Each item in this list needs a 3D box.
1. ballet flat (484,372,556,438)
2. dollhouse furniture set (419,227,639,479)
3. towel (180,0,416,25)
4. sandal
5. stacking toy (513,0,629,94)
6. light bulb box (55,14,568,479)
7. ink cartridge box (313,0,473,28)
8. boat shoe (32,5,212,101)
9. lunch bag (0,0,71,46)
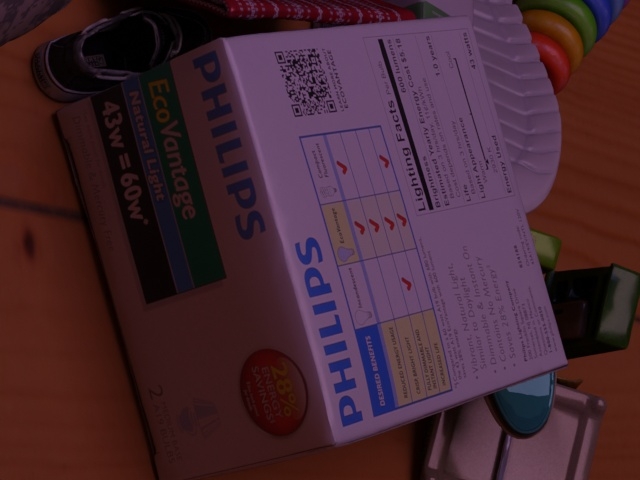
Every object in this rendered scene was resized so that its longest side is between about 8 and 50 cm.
[{"bbox_3d":[0.178,0.073,1.877,0.086,0.086,0.248,-12,94,-50],"label":"ballet flat"},{"bbox_3d":[0.195,0.149,2.004,0.197,0.151,0.301,20,77,-20],"label":"dollhouse furniture set"},{"bbox_3d":[-0.060,-0.233,1.783,0.275,0.199,0.031,-4,113,-50],"label":"towel"},{"bbox_3d":[0.156,-0.183,2.048,0.169,0.102,0.416,6,55,-24],"label":"sandal"},{"bbox_3d":[0.273,-0.242,2.208,0.141,0.141,0.330,48,50,-25],"label":"stacking toy"},{"bbox_3d":[0.000,0.000,1.711,0.361,0.225,0.358,-12,85,-50],"label":"light bulb box"},{"bbox_3d":[0.076,-0.258,1.956,0.093,0.154,0.212,23,58,-42],"label":"ink cartridge box"},{"bbox_3d":[-0.161,-0.173,1.716,0.219,0.070,0.078,-25,95,-50],"label":"boat shoe"},{"bbox_3d":[-0.314,-0.228,1.418,0.305,0.256,0.212,-40,106,-48],"label":"lunch bag"}]
